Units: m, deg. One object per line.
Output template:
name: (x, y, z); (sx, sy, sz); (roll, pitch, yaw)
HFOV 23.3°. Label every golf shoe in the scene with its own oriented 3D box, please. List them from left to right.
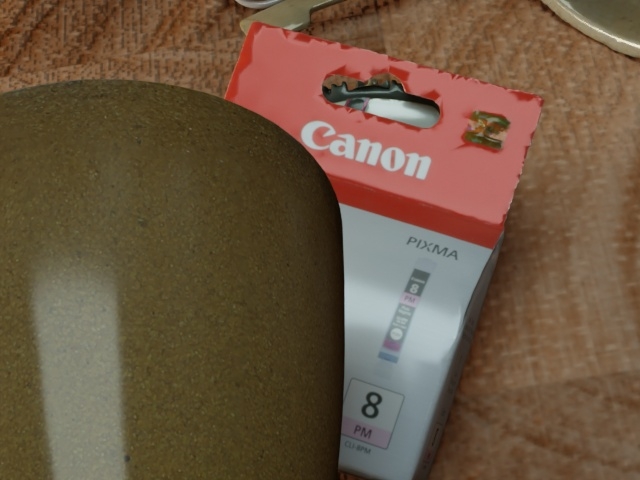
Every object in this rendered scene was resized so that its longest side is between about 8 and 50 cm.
golf shoe: (-0.020, -0.024, 0.944); (0.273, 0.105, 0.120); (-7, 68, 10)

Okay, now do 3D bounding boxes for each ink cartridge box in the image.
ink cartridge box: (0.000, 0.000, 0.857); (0.189, 0.066, 0.232); (17, 87, 15)

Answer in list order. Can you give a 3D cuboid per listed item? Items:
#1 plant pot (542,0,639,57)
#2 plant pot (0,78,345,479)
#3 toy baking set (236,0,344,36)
plant pot: (0.294, -0.327, 1.006); (0.305, 0.334, 0.334); (-33, 51, -30)
plant pot: (-0.086, 0.103, 0.658); (0.237, 0.237, 0.254); (-12, 50, 0)
toy baking set: (0.030, -0.227, 1.137); (0.197, 0.030, 0.256); (-2, 50, 13)
